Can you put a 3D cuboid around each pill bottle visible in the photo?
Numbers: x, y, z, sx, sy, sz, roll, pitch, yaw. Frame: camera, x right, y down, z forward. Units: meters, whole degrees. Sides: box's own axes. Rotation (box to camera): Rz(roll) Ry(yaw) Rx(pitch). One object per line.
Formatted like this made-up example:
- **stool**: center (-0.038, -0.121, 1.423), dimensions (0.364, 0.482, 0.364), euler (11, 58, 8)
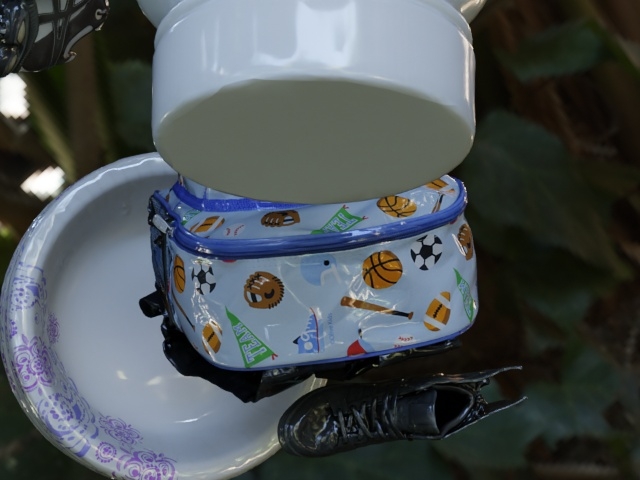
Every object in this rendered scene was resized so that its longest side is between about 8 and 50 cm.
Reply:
- **pill bottle**: center (-0.005, -0.218, 1.007), dimensions (0.204, 0.204, 0.361), euler (-18, 63, 39)

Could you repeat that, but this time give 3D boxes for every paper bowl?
- **paper bowl**: center (-0.137, 0.071, 1.566), dimensions (0.284, 0.284, 0.148), euler (-48, 8, -14)

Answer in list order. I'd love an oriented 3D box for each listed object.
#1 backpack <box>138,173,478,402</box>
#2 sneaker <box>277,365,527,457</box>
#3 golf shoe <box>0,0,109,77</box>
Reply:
- **backpack**: center (0.000, 0.000, 1.360), dimensions (0.276, 0.213, 0.263), euler (-15, 22, -9)
- **sneaker**: center (0.059, 0.124, 1.323), dimensions (0.170, 0.051, 0.089), euler (-12, 2, -25)
- **golf shoe**: center (-0.198, -0.208, 1.375), dimensions (0.198, 0.094, 0.077), euler (-54, 50, 40)
